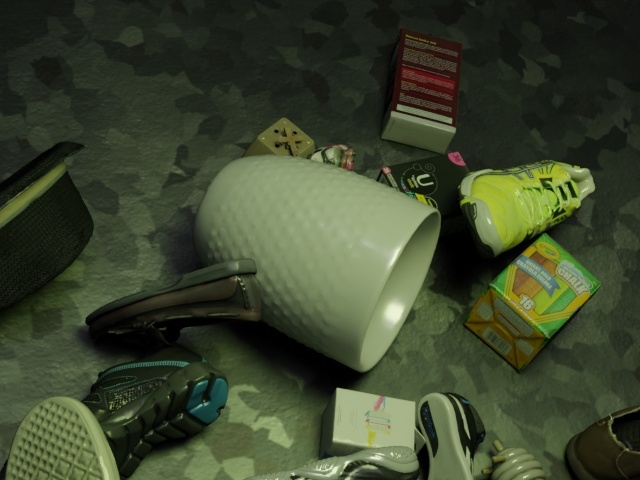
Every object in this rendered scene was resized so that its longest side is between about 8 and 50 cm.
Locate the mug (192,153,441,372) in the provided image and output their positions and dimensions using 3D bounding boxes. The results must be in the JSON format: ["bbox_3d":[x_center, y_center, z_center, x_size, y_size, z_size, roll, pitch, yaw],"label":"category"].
[{"bbox_3d":[0.000,0.000,1.693,0.328,0.276,0.374,25,23,16],"label":"mug"}]

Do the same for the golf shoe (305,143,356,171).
[{"bbox_3d":[0.015,-0.137,1.830,0.086,0.186,0.067,9,90,0],"label":"golf shoe"}]

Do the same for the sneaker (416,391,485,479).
[{"bbox_3d":[0.216,0.336,1.612,0.121,0.079,0.217,6,74,-54],"label":"sneaker"}]

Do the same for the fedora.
[{"bbox_3d":[-0.455,-0.002,1.588,0.152,0.334,0.334,53,54,-14],"label":"fedora"}]

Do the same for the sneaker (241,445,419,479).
[{"bbox_3d":[-0.019,0.420,1.450,0.366,0.137,0.210,-13,70,-9],"label":"sneaker"}]

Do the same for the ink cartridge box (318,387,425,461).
[{"bbox_3d":[0.079,0.292,1.596,0.143,0.092,0.090,11,54,-9],"label":"ink cartridge box"}]

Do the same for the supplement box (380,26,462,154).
[{"bbox_3d":[0.196,-0.289,2.036,0.130,0.073,0.239,14,55,-6],"label":"supplement box"}]

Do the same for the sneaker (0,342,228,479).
[{"bbox_3d":[-0.302,0.263,1.521,0.341,0.125,0.140,-25,38,-25],"label":"sneaker"}]

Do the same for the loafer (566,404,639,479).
[{"bbox_3d":[0.575,0.309,1.690,0.366,0.130,0.134,-12,60,-23],"label":"loafer"}]

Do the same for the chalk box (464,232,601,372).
[{"bbox_3d":[0.369,0.091,1.784,0.132,0.132,0.213,42,56,14],"label":"chalk box"}]

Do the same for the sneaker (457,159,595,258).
[{"bbox_3d":[0.347,-0.075,1.784,0.385,0.147,0.145,-31,101,-58],"label":"sneaker"}]

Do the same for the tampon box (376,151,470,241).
[{"bbox_3d":[0.186,-0.068,1.863,0.161,0.101,0.120,-14,62,-23],"label":"tampon box"}]

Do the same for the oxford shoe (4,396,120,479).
[{"bbox_3d":[-0.286,0.419,1.352,0.169,0.130,0.449,-24,75,16],"label":"oxford shoe"}]

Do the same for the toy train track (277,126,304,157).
[{"bbox_3d":[-0.047,-0.154,1.796,0.048,0.014,0.083,-7,64,-27],"label":"toy train track"}]

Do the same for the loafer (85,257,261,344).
[{"bbox_3d":[-0.218,0.111,1.556,0.109,0.302,0.095,0,71,-62],"label":"loafer"}]

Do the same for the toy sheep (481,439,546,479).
[{"bbox_3d":[0.297,0.358,1.613,0.091,0.091,0.132,-12,55,-22],"label":"toy sheep"}]

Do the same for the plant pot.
[{"bbox_3d":[-0.069,-0.148,1.854,0.109,0.096,0.109,40,56,14],"label":"plant pot"}]
